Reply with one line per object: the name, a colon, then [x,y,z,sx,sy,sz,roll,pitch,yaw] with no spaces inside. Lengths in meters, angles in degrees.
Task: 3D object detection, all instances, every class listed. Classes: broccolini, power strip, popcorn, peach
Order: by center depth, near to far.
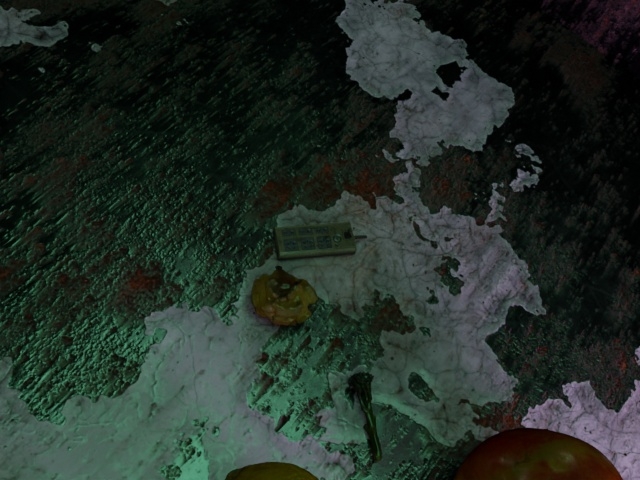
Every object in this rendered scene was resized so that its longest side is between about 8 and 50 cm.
peach: [0.491,0.593,1.540,0.389,0.388,0.387,6,63,-11]
broccolini: [0.118,0.426,1.701,0.067,0.058,0.216,-3,65,-18]
popcorn: [-0.090,0.143,1.754,0.167,0.152,0.148,7,35,-9]
power strip: [0.000,0.000,1.901,0.268,0.034,0.092,-4,64,-16]

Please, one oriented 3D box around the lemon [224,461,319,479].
lemon: [-0.094,0.597,1.443,0.293,0.293,0.292,6,63,-11]
